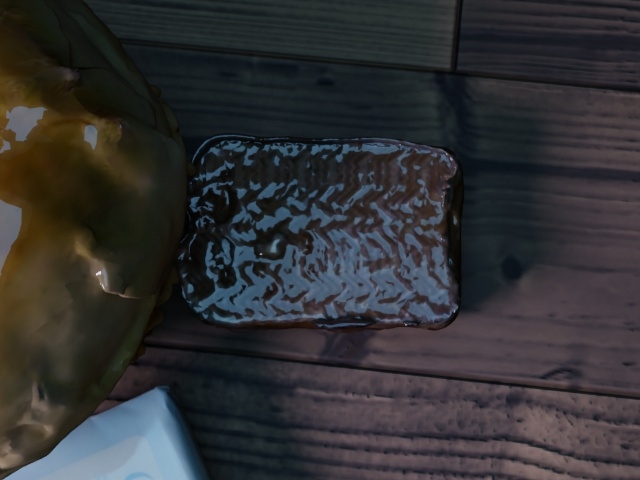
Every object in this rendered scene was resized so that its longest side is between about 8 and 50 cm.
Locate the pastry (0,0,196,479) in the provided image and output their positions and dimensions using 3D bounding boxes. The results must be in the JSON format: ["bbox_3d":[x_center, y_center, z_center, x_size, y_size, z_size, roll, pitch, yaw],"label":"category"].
[{"bbox_3d":[-0.278,-0.025,0.708,0.409,0.245,0.409,-3,75,12],"label":"pastry"}]

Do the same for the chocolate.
[{"bbox_3d":[0.000,0.000,0.781,0.214,0.093,0.148,2,77,2],"label":"chocolate"}]

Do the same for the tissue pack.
[{"bbox_3d":[-0.136,0.259,0.738,0.177,0.089,0.263,-24,77,-4],"label":"tissue pack"}]
